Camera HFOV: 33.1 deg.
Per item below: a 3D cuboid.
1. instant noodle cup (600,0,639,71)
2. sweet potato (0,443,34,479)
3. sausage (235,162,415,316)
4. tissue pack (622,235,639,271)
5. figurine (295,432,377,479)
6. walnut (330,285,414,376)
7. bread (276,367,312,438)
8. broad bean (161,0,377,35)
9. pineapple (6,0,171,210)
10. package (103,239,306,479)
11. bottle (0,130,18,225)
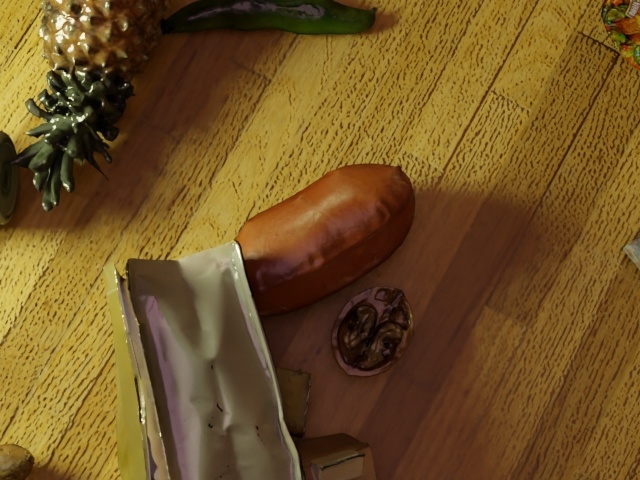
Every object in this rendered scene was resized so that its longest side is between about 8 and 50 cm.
[{"bbox_3d":[0.490,-0.316,1.295,0.251,0.251,0.190,26,72,5],"label":"instant noodle cup"},{"bbox_3d":[-0.458,0.378,1.242,0.114,0.092,0.341,28,82,-12],"label":"sweet potato"},{"bbox_3d":[0.001,0.002,1.287,0.258,0.133,0.133,-30,81,-7],"label":"sausage"},{"bbox_3d":[0.424,0.024,1.327,0.063,0.035,0.083,-37,82,-6],"label":"tissue pack"},{"bbox_3d":[0.020,0.345,1.230,0.163,0.141,0.236,-15,90,-27],"label":"figurine"},{"bbox_3d":[0.063,0.112,1.305,0.091,0.052,0.121,34,80,7],"label":"walnut"},{"bbox_3d":[-0.065,0.185,1.279,0.109,0.080,0.084,11,77,1],"label":"bread"},{"bbox_3d":[-0.075,-0.294,1.383,0.298,0.043,0.060,0,95,1],"label":"broad bean"},{"bbox_3d":[-0.283,-0.198,1.319,0.169,0.169,0.340,11,87,2],"label":"pineapple"},{"bbox_3d":[-0.170,0.177,1.196,0.165,0.221,0.311,-5,77,-42],"label":"package"},{"bbox_3d":[-0.506,-0.078,1.309,0.253,0.120,0.120,2,80,0],"label":"bottle"}]
